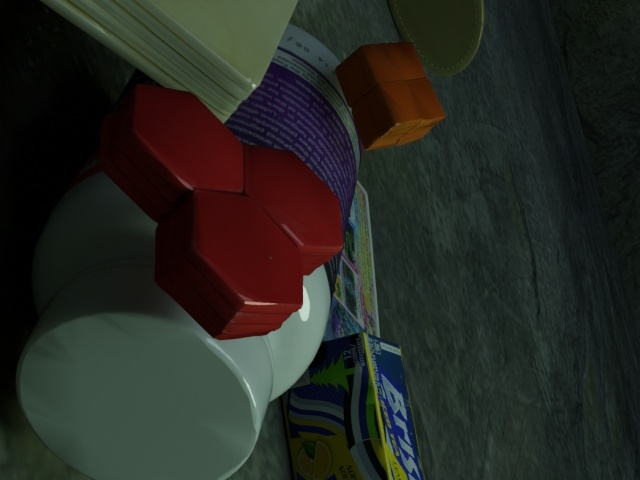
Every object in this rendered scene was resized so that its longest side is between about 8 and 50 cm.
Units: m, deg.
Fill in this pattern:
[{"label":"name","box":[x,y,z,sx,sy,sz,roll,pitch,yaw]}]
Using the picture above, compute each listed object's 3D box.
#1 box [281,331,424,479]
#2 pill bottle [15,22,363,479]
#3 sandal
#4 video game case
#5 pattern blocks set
[{"label":"box","box":[0.023,0.137,0.606,0.059,0.054,0.168,28,50,-64]},{"label":"pill bottle","box":[-0.045,-0.001,0.443,0.193,0.108,0.108,-77,146,-54]},{"label":"sandal","box":[0.095,-0.276,1.073,0.240,0.088,0.079,64,27,-13]},{"label":"video game case","box":[0.000,0.000,0.703,0.143,0.019,0.157,50,30,-51]},{"label":"pattern blocks set","box":[-0.069,-0.125,0.429,0.285,0.026,0.325,43,31,-8]}]
